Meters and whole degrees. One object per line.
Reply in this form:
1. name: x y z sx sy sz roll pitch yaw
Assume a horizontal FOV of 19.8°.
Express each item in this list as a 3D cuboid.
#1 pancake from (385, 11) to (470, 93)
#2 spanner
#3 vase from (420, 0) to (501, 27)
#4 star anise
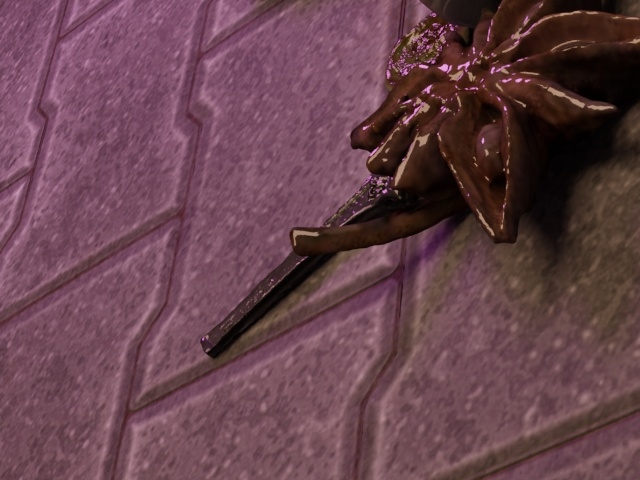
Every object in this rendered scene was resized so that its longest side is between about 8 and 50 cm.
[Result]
1. pancake: 0.099 -0.176 1.717 0.108 0.017 0.108 -35 31 25
2. spanner: 0.000 0.000 1.667 0.325 0.026 0.093 -42 31 22
3. vase: 0.218 -0.383 1.562 0.445 0.250 0.250 -44 31 27
4. star anise: 0.140 -0.100 1.499 0.349 0.109 0.292 -49 22 -13
